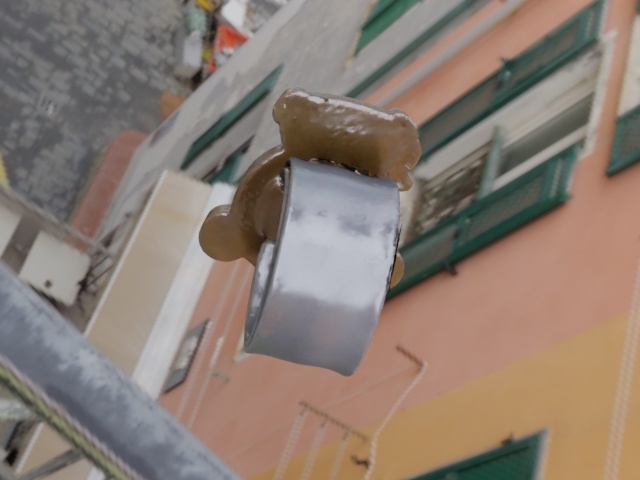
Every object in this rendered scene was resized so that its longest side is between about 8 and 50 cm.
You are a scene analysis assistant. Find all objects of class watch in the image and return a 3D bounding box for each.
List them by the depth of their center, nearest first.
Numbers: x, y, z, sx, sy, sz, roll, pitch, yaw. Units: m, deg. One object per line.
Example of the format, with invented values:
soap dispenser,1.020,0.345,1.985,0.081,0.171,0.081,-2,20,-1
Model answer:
watch,0.000,0.000,1.600,0.314,0.335,0.327,13,29,-9
